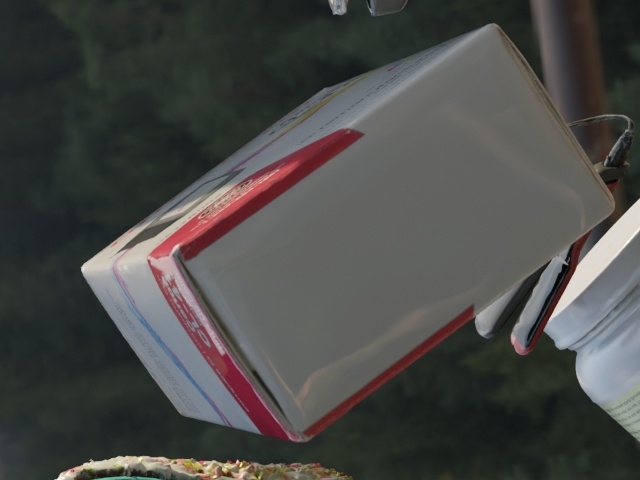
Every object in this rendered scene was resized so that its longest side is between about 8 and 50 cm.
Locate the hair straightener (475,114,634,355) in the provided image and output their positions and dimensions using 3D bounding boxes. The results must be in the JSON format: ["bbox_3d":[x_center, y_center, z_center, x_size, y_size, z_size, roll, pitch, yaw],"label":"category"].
[{"bbox_3d":[0.195,-0.012,1.573,0.230,0.089,0.047,-60,24,18],"label":"hair straightener"}]

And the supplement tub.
[{"bbox_3d":[0.387,0.112,1.695,0.325,0.235,0.235,42,153,1],"label":"supplement tub"}]

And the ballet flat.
[{"bbox_3d":[-0.079,0.183,1.231,0.077,0.241,0.091,-139,60,-65],"label":"ballet flat"}]

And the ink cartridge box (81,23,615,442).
[{"bbox_3d":[0.000,0.000,1.087,0.131,0.226,0.306,56,165,-9],"label":"ink cartridge box"}]

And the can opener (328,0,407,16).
[{"bbox_3d":[0.022,-0.320,1.475,0.076,0.095,0.283,-111,15,-70],"label":"can opener"}]
